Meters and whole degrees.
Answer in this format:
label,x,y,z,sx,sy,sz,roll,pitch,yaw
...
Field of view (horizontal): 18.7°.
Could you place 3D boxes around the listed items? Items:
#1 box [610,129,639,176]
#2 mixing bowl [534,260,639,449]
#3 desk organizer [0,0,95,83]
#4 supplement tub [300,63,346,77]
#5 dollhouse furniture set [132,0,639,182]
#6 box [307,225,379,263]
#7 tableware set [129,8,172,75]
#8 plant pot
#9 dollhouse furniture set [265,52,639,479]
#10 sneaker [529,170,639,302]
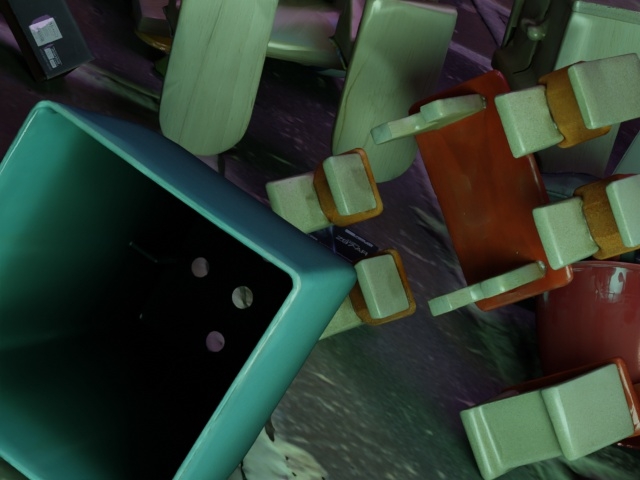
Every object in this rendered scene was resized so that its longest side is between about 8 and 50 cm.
label,x,y,z,sx,sy,sz,roll,pitch,yaw
box,0.403,-0.037,1.961,0.232,0.148,0.127,6,30,-51
mixing bowl,0.231,0.093,1.413,0.181,0.098,0.181,15,-19,5
desk organizer,-0.232,-0.184,1.508,0.047,0.050,0.130,-28,93,-35
supplement tub,-0.065,-0.317,1.841,0.325,0.235,0.235,23,20,-23
dollhouse furniture set,0.034,-0.128,1.603,0.394,0.256,0.362,9,23,-13
box,0.000,0.000,1.483,0.083,0.018,0.067,32,19,4
tableware set,-0.127,-0.172,1.731,0.104,0.024,0.154,12,27,-35
plant pot,-0.080,0.038,1.068,0.166,0.165,0.234,35,12,14
dollhouse furniture set,0.130,0.018,1.305,0.135,0.262,0.259,-16,87,-52
sneaker,0.202,0.015,1.522,0.135,0.097,0.276,13,-17,15
